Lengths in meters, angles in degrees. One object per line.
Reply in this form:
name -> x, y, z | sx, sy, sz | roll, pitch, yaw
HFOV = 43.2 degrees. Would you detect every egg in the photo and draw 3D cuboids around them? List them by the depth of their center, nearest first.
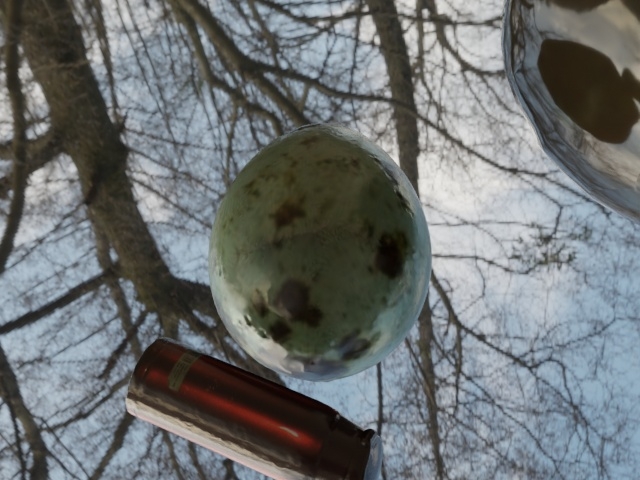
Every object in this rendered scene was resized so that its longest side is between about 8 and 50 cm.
egg -> 0.000, 0.000, 0.623 | 0.169, 0.169, 0.231 | -6, -134, 8

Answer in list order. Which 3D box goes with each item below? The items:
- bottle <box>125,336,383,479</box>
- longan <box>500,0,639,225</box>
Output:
bottle -> -0.040, 0.117, 0.512 | 0.164, 0.060, 0.060 | 19, -126, 16
longan -> 0.315, -0.158, 0.555 | 0.404, 0.404, 0.336 | -9, -97, 5
